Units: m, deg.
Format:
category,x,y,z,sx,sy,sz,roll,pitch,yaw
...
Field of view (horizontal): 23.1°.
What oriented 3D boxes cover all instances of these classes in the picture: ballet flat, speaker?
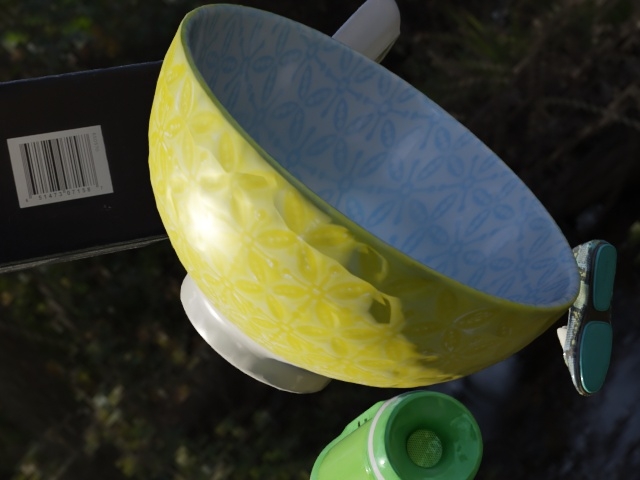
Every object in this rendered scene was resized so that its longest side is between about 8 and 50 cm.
category,x,y,z,sx,sy,sz,roll,pitch,yaw
ballet flat,0.319,0.093,1.895,0.070,0.070,0.188,170,111,-70
speaker,0.077,0.252,1.731,0.131,0.131,0.296,-53,1,-24

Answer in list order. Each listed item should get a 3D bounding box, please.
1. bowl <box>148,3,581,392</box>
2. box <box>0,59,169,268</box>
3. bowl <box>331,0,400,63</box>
category,x,y,z,sx,sy,sz,roll,pitch,yaw
bowl,0.000,0.000,0.975,0.156,0.289,0.289,-53,9,23
box,-0.313,-0.060,1.632,0.343,0.179,0.312,-11,-1,-24
bowl,0.037,-0.212,1.805,0.142,0.053,0.142,-48,0,-20
